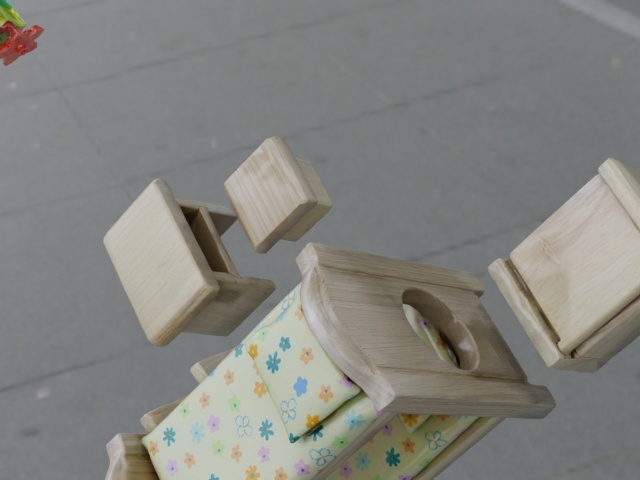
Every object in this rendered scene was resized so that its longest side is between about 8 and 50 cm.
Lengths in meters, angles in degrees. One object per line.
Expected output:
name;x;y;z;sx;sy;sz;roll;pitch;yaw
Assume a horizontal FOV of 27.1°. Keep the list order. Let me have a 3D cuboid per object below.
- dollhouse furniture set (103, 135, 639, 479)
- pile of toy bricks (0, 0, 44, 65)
dollhouse furniture set;0.000;0.000;0.449;0.101;0.182;0.161;11;41;-49
pile of toy bricks;-0.143;-0.106;0.475;0.118;0.105;0.212;-39;-8;9
